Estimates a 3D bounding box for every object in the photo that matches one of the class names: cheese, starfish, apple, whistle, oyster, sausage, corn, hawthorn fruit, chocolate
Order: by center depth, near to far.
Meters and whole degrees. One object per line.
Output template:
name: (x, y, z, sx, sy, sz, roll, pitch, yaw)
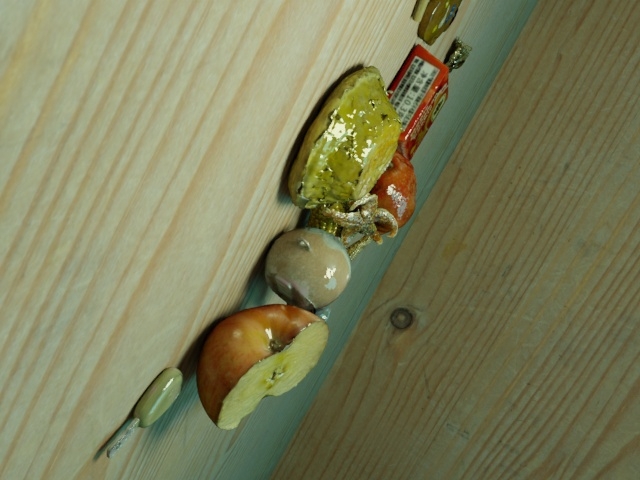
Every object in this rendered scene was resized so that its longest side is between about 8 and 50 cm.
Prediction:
cheese: (-0.318, 0.314, 1.376, 0.192, 0.037, 0.097, -50, 164, -41)
apple: (-0.141, 0.225, 1.553, 0.293, 0.163, 0.251, -28, 149, -40)
sausage: (0.223, -0.521, 1.601, 0.024, 0.024, 0.132, -46, 162, -48)
starfish: (0.083, -0.046, 1.650, 0.210, 0.053, 0.150, 10, 122, -40)
whistle: (-0.020, 0.092, 1.660, 0.189, 0.189, 0.348, -53, 158, -30)
corn: (0.002, 0.003, 1.729, 0.091, 0.091, 0.260, -1, 128, -27)
hawthorn fruit: (0.143, -0.141, 1.796, 0.243, 0.207, 0.207, -56, 169, -35)
chocolate: (0.222, -0.326, 1.890, 0.237, 0.108, 0.235, -57, 167, -4)
starfish: (0.052, 0.077, 2.244, 0.301, 0.084, 0.293, -48, 168, -32)
oyster: (0.402, -0.541, 2.254, 0.105, 0.056, 0.177, -49, 171, -13)

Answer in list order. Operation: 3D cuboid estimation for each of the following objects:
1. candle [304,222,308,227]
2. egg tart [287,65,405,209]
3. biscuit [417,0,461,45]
candle: (-0.037, -0.015, 1.778, 0.167, 0.026, 0.021, -53, 144, -17)
egg tart: (0.063, -0.183, 1.513, 0.341, 0.132, 0.341, -54, 166, -20)
biscuit: (0.291, -0.544, 1.815, 0.236, 0.039, 0.180, -38, 157, -57)
